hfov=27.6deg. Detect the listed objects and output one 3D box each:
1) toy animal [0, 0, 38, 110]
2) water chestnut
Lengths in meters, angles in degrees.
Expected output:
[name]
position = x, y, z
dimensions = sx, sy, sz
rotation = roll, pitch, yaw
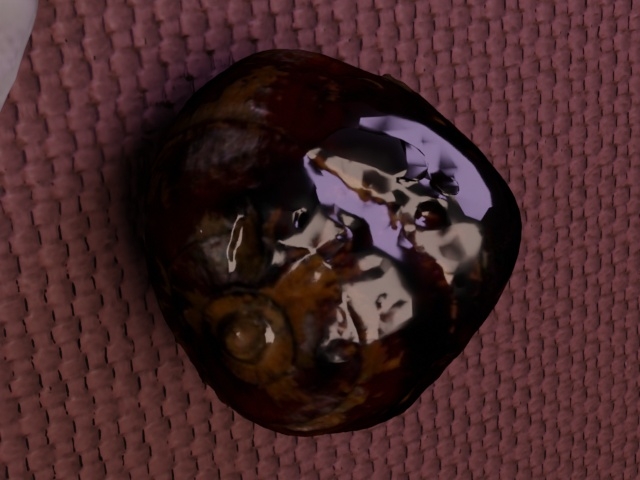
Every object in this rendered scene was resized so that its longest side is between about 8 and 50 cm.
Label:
[toy animal]
position = -0.348, -0.131, 0.679
dimensions = 0.367, 0.196, 0.241
rotation = 34, 87, -41
[water chestnut]
position = 0.000, 0.000, 0.958
dimensions = 0.289, 0.244, 0.289
rotation = 2, 84, -16
